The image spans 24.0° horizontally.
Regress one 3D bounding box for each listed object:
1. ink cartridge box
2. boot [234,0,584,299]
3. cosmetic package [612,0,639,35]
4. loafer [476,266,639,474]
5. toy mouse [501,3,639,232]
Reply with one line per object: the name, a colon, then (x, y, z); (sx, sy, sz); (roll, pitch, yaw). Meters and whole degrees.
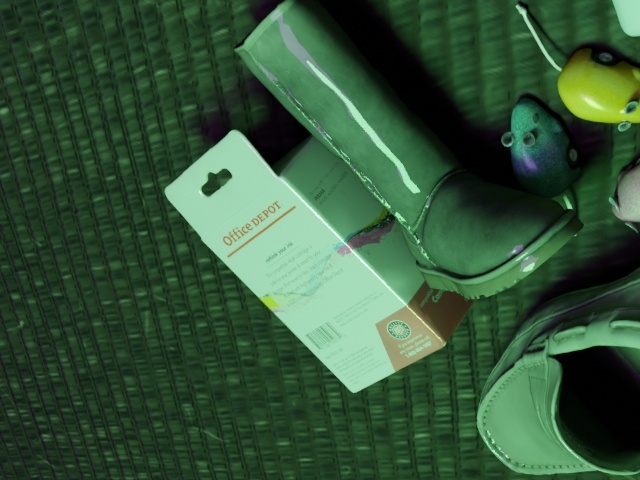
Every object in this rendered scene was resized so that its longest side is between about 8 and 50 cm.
ink cartridge box: (0.000, 0.000, 1.027); (0.198, 0.067, 0.115); (46, 141, -9)
boot: (0.046, -0.065, 0.903); (0.208, 0.076, 0.189); (57, 158, -9)
cosmetic package: (0.199, -0.192, 0.588); (0.151, 0.184, 0.151); (1, 127, 39)
loafer: (0.171, 0.088, 0.917); (0.112, 0.111, 0.319); (42, 150, 3)
toy mouse: (0.160, -0.042, 0.884); (0.161, 0.031, 0.143); (30, 140, 13)
